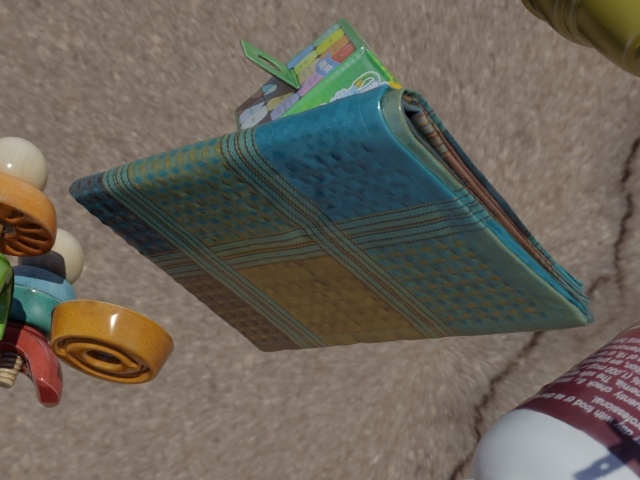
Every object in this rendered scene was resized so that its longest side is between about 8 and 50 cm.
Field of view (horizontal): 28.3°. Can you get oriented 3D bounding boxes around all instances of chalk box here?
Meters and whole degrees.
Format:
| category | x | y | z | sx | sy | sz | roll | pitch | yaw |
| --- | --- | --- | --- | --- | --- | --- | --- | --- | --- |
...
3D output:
| category | x | y | z | sx | sy | sz | roll | pitch | yaw |
| --- | --- | --- | --- | --- | --- | --- | --- | --- | --- |
| chalk box | 0.022 | -0.128 | 1.444 | 0.179 | 0.180 | 0.289 | -40 | 111 | 9 |

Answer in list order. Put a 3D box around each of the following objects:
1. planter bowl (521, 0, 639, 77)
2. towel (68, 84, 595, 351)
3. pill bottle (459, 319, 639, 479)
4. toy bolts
| category | x | y | z | sx | sy | sz | roll | pitch | yaw |
| --- | --- | --- | --- | --- | --- | --- | --- | --- | --- |
| planter bowl | 0.250 | -0.171 | 0.867 | 0.217 | 0.217 | 0.090 | -14 | 67 | 4 |
| towel | 0.000 | 0.000 | 1.026 | 0.370 | 0.271 | 0.040 | -9 | 48 | 43 |
| pill bottle | 0.248 | 0.171 | 0.870 | 0.392 | 0.224 | 0.224 | -30 | 83 | -22 |
| toy bolts | -0.221 | 0.033 | 1.076 | 0.218 | 0.228 | 0.158 | 17 | 61 | -5 |
